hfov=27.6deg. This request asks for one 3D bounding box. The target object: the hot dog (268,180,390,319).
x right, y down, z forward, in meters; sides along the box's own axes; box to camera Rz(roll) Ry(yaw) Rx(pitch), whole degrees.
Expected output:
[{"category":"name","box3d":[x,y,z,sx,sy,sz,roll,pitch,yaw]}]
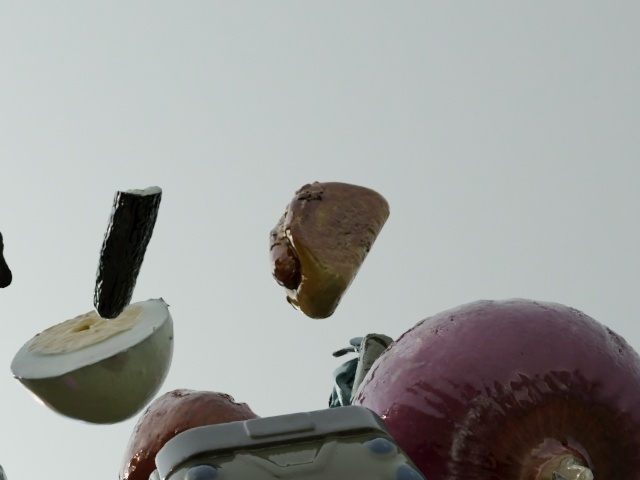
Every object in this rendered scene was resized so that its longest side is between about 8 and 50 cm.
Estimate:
[{"category":"hot dog","box3d":[0.000,0.000,2.052,0.153,0.257,0.150,29,-49,3]}]

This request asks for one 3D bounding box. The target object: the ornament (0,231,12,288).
[{"category":"ornament","box3d":[-0.649,0.031,2.116,0.260,0.251,0.106,21,-58,59]}]

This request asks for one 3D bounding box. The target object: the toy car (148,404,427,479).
[{"category":"toy car","box3d":[-0.021,0.332,1.124,0.242,0.226,0.336,-6,-60,-19]}]

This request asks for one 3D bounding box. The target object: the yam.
[{"category":"yam","box3d":[0.076,0.188,1.864,0.054,0.132,0.054,7,-49,8]}]

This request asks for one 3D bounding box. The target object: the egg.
[{"category":"egg","box3d":[-0.420,0.262,2.551,0.337,0.337,0.201,-7,-69,34]}]

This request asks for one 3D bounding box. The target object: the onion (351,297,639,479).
[{"category":"onion","box3d":[0.212,0.242,1.323,0.358,0.358,0.345,45,-11,-36]}]

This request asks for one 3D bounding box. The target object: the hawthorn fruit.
[{"category":"hawthorn fruit","box3d":[-0.145,0.266,1.445,0.179,0.200,0.179,31,-25,16]}]

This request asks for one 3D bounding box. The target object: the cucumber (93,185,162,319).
[{"category":"cucumber","box3d":[-0.309,0.020,2.025,0.074,0.074,0.241,19,-67,-1]}]

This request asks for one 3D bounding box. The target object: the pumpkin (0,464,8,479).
[{"category":"pumpkin","box3d":[-0.604,0.417,2.052,0.238,0.238,0.159,-4,-82,31]}]

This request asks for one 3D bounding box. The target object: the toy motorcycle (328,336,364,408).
[{"category":"toy motorcycle","box3d":[0.105,0.296,2.436,0.260,0.154,0.206,26,-58,46]}]
